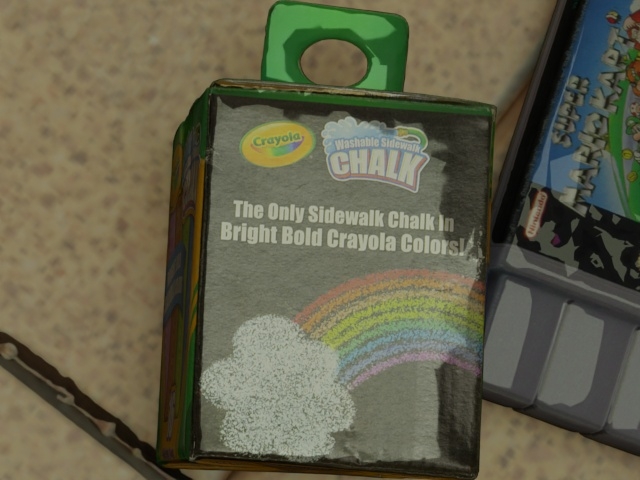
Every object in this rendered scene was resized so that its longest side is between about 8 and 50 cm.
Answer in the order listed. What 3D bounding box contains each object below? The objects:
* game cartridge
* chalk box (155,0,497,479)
[{"bbox_3d":[0.217,-0.058,0.974,0.230,0.068,0.355,21,80,-13],"label":"game cartridge"},{"bbox_3d":[0.000,0.000,0.884,0.132,0.132,0.213,5,81,-10],"label":"chalk box"}]
